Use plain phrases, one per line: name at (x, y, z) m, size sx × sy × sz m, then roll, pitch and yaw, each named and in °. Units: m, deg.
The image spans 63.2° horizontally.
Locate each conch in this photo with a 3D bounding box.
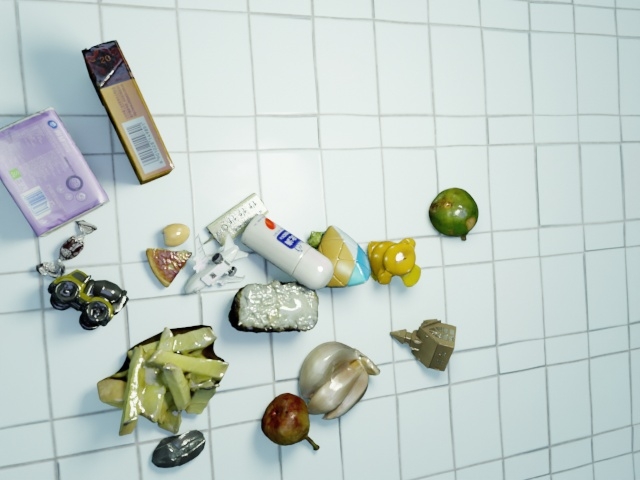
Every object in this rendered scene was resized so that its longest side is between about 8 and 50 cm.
conch at (0.000, 0.000, 1.962) m, size 0.089 × 0.074 × 0.121 m, roll -34°, pitch 124°, yaw 7°

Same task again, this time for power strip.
power strip at (-0.311, -0.066, 1.877) m, size 0.268 × 0.034 × 0.092 m, roll -37°, pitch 102°, yaw -14°

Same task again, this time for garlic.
garlic at (0.055, 0.521, 1.968) m, size 0.325 × 0.132 × 0.279 m, roll -33°, pitch 93°, yaw -20°

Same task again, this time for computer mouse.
computer mouse at (-0.497, 0.735, 1.820) m, size 0.192 × 0.062 × 0.105 m, roll -19°, pitch 97°, yaw -16°

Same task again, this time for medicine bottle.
medicine bottle at (-0.108, 0.049, 1.834) m, size 0.341 × 0.130 × 0.130 m, roll 34°, pitch 80°, yaw 9°

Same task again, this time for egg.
egg at (-0.497, -0.020, 1.794) m, size 0.096 × 0.080 × 0.080 m, roll -12°, pitch 95°, yaw -27°

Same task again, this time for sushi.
sushi at (-0.154, 0.236, 1.867) m, size 0.343 × 0.182 × 0.196 m, roll 2°, pitch 86°, yaw -19°

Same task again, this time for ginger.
ginger at (-0.493, 0.486, 1.742) m, size 0.413 × 0.211 × 0.358 m, roll -31°, pitch 103°, yaw -16°

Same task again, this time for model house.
model house at (0.402, 0.384, 2.086) m, size 0.248 × 0.181 × 0.176 m, roll 14°, pitch 44°, yaw 7°

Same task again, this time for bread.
bread at (-0.526, 0.096, 1.800) m, size 0.154 × 0.054 × 0.136 m, roll 3°, pitch 89°, yaw -13°

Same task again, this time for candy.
candy at (-0.826, 0.027, 1.699) m, size 0.094 × 0.051 × 0.226 m, roll 41°, pitch 76°, yaw -8°

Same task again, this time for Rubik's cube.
Rubik's cube at (0.090, 0.045, 1.950) m, size 0.254 × 0.254 × 0.254 m, roll 0°, pitch 91°, yaw -18°

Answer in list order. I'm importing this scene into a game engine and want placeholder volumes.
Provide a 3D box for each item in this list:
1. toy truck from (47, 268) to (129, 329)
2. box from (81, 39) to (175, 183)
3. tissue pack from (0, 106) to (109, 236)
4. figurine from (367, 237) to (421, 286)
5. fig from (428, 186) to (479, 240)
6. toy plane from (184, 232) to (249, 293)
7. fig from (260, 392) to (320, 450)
toy truck at (-0.755, 0.179, 1.692) m, size 0.224 × 0.147 × 0.165 m, roll 38°, pitch 56°, yaw -13°
box at (-0.608, -0.392, 1.654) m, size 0.116 × 0.264 × 0.415 m, roll -26°, pitch 101°, yaw -16°
tissue pack at (-0.855, -0.211, 1.627) m, size 0.242 × 0.160 × 0.338 m, roll -31°, pitch 99°, yaw -16°
figurine at (0.274, 0.077, 1.975) m, size 0.215 × 0.228 × 0.215 m, roll -14°, pitch 114°, yaw -34°
fig at (0.545, -0.093, 2.108) m, size 0.195 × 0.195 × 0.245 m, roll -47°, pitch 139°, yaw -12°
toy plane at (-0.375, 0.100, 1.815) m, size 0.255 × 0.101 × 0.251 m, roll -44°, pitch 125°, yaw -4°
fig at (-0.107, 0.702, 1.901) m, size 0.191 × 0.190 × 0.290 m, roll -21°, pitch 114°, yaw -17°
